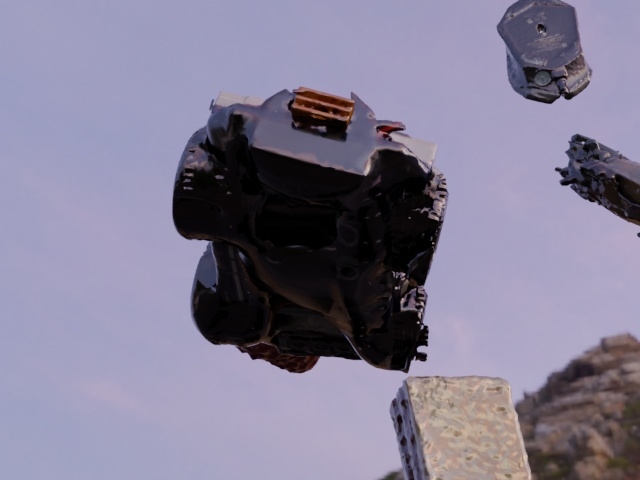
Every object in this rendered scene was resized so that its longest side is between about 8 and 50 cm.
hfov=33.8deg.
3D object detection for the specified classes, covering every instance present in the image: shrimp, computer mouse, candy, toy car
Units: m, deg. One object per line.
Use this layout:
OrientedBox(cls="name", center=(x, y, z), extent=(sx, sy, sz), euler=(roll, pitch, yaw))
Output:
OrientedBox(cls="shrimp", center=(0.399, -0.026, 1.200), extent=(0.075, 0.289, 0.178), euler=(-53, -47, -4))
OrientedBox(cls="computer mouse", center=(0.291, -0.245, 1.375), extent=(0.106, 0.192, 0.062), euler=(-11, -35, 5))
OrientedBox(cls="candy", center=(0.227, 0.371, 1.621), extent=(0.179, 0.321, 0.135), euler=(-3, -32, -12))
OrientedBox(cls="toy car", center=(0.001, -0.002, 0.778), extent=(0.193, 0.118, 0.301), euler=(14, -32, 8))

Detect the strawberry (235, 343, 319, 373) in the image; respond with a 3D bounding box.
OrientedBox(cls="strawberry", center=(-0.062, 0.117, 1.665), extent=(0.205, 0.205, 0.244), euler=(-13, -45, 15))
